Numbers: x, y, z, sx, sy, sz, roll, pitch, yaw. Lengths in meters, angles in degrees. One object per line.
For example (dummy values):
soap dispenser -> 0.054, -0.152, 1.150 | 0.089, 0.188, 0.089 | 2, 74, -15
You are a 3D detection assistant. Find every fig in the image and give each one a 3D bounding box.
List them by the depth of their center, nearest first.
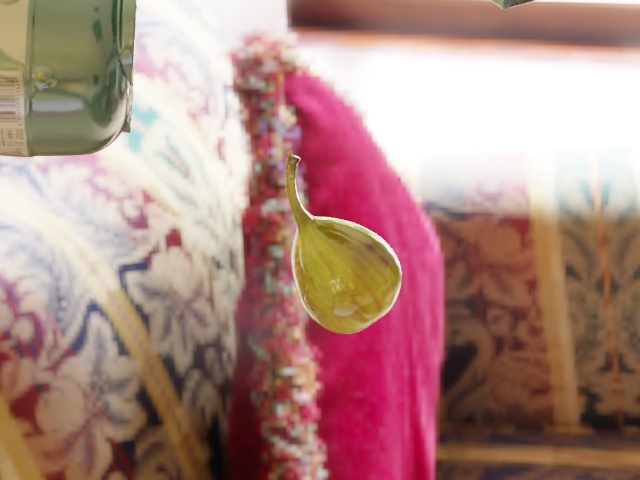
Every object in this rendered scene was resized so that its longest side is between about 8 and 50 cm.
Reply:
fig -> 0.006, -0.002, 1.429 | 0.093, 0.166, 0.093 | -27, 7, 4

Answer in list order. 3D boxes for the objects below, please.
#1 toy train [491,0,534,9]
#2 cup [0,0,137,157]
toy train -> 0.265, -0.288, 1.691 | 0.233, 0.051, 0.052 | -18, 46, -27
cup -> -0.325, -0.180, 1.752 | 0.257, 0.290, 0.219 | 3, 61, -6
